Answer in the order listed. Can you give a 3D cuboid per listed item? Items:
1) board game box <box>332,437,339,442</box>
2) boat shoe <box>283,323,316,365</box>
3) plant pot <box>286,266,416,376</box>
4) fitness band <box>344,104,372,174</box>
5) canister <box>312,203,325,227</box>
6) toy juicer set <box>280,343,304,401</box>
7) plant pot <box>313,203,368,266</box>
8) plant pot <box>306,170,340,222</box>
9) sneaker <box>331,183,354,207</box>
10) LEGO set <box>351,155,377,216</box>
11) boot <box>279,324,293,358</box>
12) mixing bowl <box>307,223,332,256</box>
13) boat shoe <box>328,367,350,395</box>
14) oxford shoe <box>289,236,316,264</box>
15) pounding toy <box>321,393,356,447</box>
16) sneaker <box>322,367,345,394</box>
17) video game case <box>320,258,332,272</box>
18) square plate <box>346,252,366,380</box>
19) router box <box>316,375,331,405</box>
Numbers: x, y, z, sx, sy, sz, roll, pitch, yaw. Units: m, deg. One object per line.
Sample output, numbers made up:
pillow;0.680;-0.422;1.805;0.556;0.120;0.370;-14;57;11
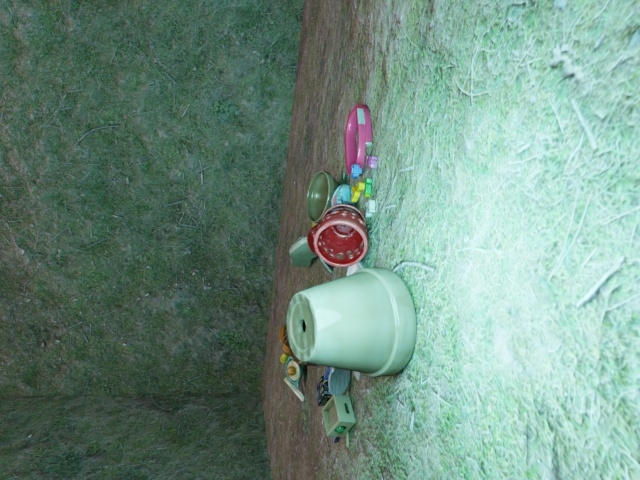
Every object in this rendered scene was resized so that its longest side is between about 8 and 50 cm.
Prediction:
board game box;0.064;0.770;1.849;0.090;0.020;0.090;-105;23;-52
boat shoe;-0.100;0.539;2.366;0.123;0.123;0.342;-58;31;11
plant pot;0.066;0.236;1.283;0.323;0.280;0.323;-9;79;59
fitness band;0.146;-0.399;1.770;0.209;0.054;0.291;121;151;-67
canister;0.016;-0.116;2.174;0.170;0.073;0.126;118;152;-56
toy juicer set;-0.172;0.727;2.536;0.209;0.089;0.329;6;94;48
plant pot;0.081;-0.025;1.620;0.174;0.191;0.191;-73;-5;-59
plant pot;0.030;-0.188;2.012;0.237;0.109;0.237;-171;90;-66
sneaker;0.113;-0.095;1.777;0.125;0.104;0.262;15;106;58
LEGO set;0.156;-0.205;1.594;0.093;0.087;0.227;151;121;-74
boot;-0.168;0.575;2.724;0.295;0.104;0.211;-111;33;-48
mixing bowl;0.000;0.000;2.054;0.181;0.098;0.182;167;90;-68
boat shoe;0.082;0.495;1.762;0.076;0.083;0.226;115;169;-81
oxford shoe;-0.087;0.036;2.382;0.449;0.169;0.130;121;152;-72
pounding toy;0.079;0.685;1.695;0.130;0.100;0.141;-60;29;32
sneaker;0.045;0.557;1.859;0.209;0.082;0.069;-110;25;-62
video game case;0.018;0.094;2.124;0.087;0.011;0.122;52;-173;-28
square plate;0.138;0.254;1.587;0.347;0.049;0.344;-120;37;-71
router box;0.015;0.685;2.035;0.122;0.038;0.092;108;160;-45
